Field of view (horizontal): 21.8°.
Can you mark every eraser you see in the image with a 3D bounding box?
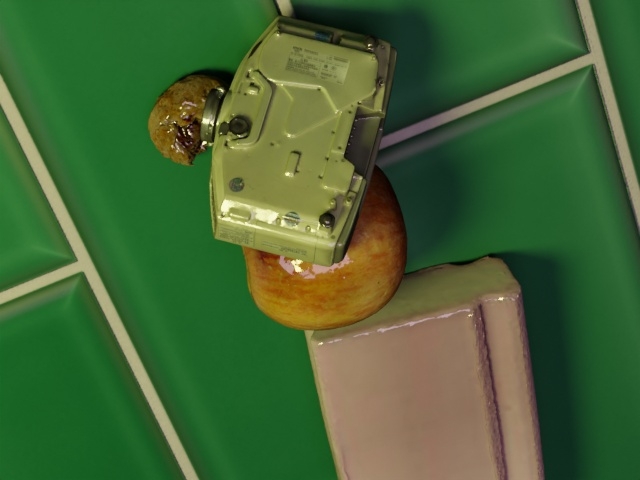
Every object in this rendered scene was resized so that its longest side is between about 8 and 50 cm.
[{"bbox_3d":[0.138,0.220,2.132,0.272,0.122,0.359,-14,119,-6],"label":"eraser"}]

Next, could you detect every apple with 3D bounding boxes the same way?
[{"bbox_3d":[0.000,0.000,1.927,0.188,0.211,0.211,-6,119,-8],"label":"apple"}]

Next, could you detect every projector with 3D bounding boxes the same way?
[{"bbox_3d":[-0.032,-0.119,1.823,0.194,0.269,0.088,14,155,4],"label":"projector"}]

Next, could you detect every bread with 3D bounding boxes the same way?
[{"bbox_3d":[-0.150,-0.140,1.903,0.082,0.060,0.113,29,109,-28],"label":"bread"}]
